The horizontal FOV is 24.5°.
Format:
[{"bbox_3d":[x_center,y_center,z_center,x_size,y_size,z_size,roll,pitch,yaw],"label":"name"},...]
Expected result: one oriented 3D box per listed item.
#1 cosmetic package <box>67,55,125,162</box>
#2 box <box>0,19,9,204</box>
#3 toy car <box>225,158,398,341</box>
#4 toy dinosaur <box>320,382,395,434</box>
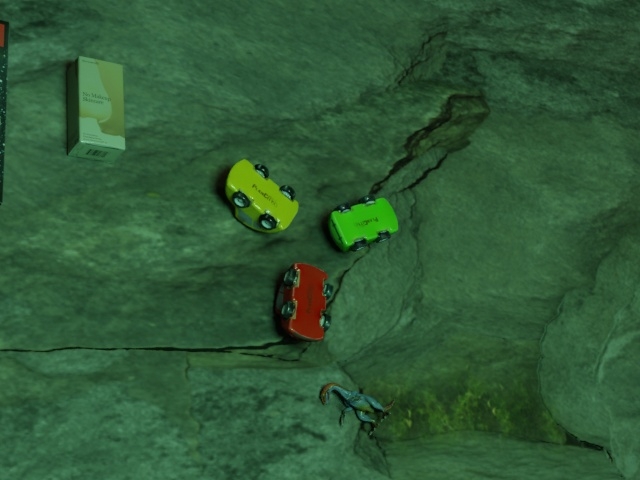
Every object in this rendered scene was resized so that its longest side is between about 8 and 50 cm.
[{"bbox_3d":[-0.264,-0.154,1.730,0.060,0.041,0.115,7,64,-30],"label":"cosmetic package"},{"bbox_3d":[-0.428,-0.151,1.620,0.159,0.044,0.233,10,63,-29],"label":"box"},{"bbox_3d":[0.000,0.000,1.822,0.225,0.053,0.239,-17,79,-38],"label":"toy car"},{"bbox_3d":[0.040,0.197,1.777,0.082,0.047,0.090,41,18,1],"label":"toy dinosaur"}]
